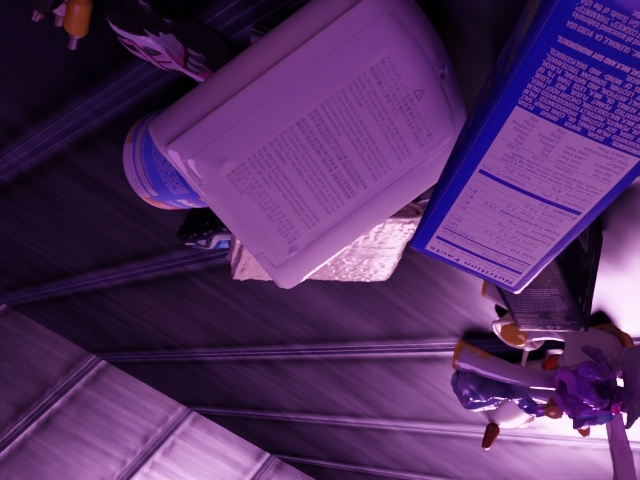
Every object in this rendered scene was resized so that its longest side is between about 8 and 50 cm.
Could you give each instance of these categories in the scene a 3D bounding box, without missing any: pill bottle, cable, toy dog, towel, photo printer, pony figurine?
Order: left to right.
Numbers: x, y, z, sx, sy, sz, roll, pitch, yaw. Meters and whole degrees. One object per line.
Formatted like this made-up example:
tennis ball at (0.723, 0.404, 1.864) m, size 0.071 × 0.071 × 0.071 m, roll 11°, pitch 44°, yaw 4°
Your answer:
cable at (-0.303, -0.365, 0.786) m, size 0.287 × 0.072 × 0.139 m, roll -32°, pitch 101°, yaw 41°
pill bottle at (-0.146, -0.123, 0.889) m, size 0.271 × 0.152 × 0.152 m, roll 0°, pitch 142°, yaw 47°
towel at (0.000, 0.000, 0.995) m, size 0.282 × 0.049 × 0.187 m, roll 2°, pitch 145°, yaw -13°
photo printer at (0.009, -0.121, 0.712) m, size 0.256 × 0.307 × 0.107 m, roll 51°, pitch -177°, yaw -36°
toy dog at (0.374, 0.287, 1.161) m, size 0.220 × 0.161 × 0.334 m, roll 19°, pitch 149°, yaw 9°
pony figurine at (0.370, 0.195, 0.867) m, size 0.363 × 0.351 × 0.303 m, roll 13°, pitch 125°, yaw 21°

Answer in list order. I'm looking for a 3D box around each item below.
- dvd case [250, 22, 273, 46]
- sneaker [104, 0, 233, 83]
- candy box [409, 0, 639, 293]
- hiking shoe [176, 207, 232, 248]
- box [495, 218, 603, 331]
dvd case at (-0.016, -0.178, 0.871) m, size 0.164 × 0.018 × 0.221 m, roll 21°, pitch 148°, yaw 9°
sneaker at (-0.194, -0.254, 0.852) m, size 0.178 × 0.072 × 0.077 m, roll 33°, pitch 162°, yaw 1°
candy box at (0.210, -0.143, 0.523) m, size 0.122 × 0.268 × 0.317 m, roll 27°, pitch 150°, yaw 4°
hiking shoe at (-0.126, -0.010, 1.111) m, size 0.303 × 0.113 × 0.132 m, roll -5°, pitch 137°, yaw 40°
box at (0.283, 0.008, 0.807) m, size 0.093 × 0.156 × 0.158 m, roll -3°, pitch 139°, yaw 37°
